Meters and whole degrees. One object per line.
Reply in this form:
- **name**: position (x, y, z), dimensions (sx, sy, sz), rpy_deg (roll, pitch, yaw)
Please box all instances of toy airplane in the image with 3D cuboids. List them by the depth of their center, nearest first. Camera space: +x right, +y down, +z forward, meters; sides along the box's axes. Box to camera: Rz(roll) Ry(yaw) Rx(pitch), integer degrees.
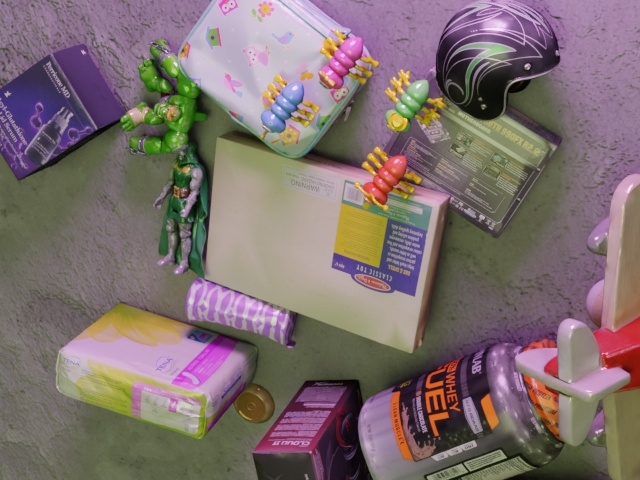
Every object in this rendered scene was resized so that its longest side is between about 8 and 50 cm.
- **toy airplane**: position (0.458, 0.142, 1.580), dimensions (0.384, 0.272, 0.386), rpy_deg (34, 98, -25)

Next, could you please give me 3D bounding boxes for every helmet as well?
- **helmet**: position (0.257, -0.273, 1.560), dimensions (0.169, 0.169, 0.161), rpy_deg (32, 133, 6)

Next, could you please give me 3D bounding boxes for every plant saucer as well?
- **plant saucer**: position (-0.127, 0.306, 1.991), dimensions (0.083, 0.015, 0.083), rpy_deg (7, 111, 18)

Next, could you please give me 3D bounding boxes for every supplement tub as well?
- **supplement tub**: position (0.249, 0.296, 1.746), dimensions (0.338, 0.207, 0.207), rpy_deg (-27, 98, 25)

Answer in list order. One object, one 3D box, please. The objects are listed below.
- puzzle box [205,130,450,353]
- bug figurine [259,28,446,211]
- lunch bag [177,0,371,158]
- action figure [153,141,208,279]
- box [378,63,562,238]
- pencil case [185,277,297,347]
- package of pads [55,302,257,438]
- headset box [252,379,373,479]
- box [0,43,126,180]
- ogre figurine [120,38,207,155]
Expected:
- **puzzle box**: position (0.000, 0.000, 1.777), dimensions (0.409, 0.052, 0.272), rpy_deg (19, 116, 21)
- **bug figurine**: position (0.048, -0.184, 1.601), dimensions (0.279, 0.072, 0.216), rpy_deg (35, 106, 3)
- **lunch bag**: position (-0.064, -0.283, 1.700), dimensions (0.279, 0.108, 0.224), rpy_deg (39, 111, 0)
- **action figure**: position (-0.241, -0.060, 1.866), dimensions (0.137, 0.063, 0.232), rpy_deg (22, 112, 38)
- **box**: position (0.229, -0.140, 1.677), dimensions (0.231, 0.056, 0.183), rpy_deg (32, 116, 6)
- **pencil case**: position (-0.140, 0.127, 1.890), dimensions (0.206, 0.086, 0.088), rpy_deg (13, 112, 15)
- **package of pads**: position (-0.291, 0.228, 1.901), dimensions (0.296, 0.229, 0.101), rpy_deg (15, 113, 15)
- **headset box**: position (-0.008, 0.398, 1.827), dimensions (0.110, 0.293, 0.218), rpy_deg (-5, 107, 21)
- **box**: position (-0.471, -0.224, 1.868), dimensions (0.207, 0.108, 0.153), rpy_deg (-29, 97, 26)
- **ogre figurine**: position (-0.258, -0.228, 1.802), dimensions (0.118, 0.097, 0.197), rpy_deg (23, 87, 25)
